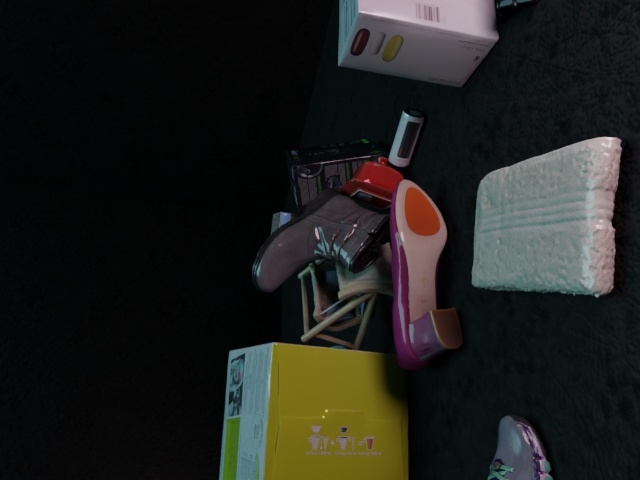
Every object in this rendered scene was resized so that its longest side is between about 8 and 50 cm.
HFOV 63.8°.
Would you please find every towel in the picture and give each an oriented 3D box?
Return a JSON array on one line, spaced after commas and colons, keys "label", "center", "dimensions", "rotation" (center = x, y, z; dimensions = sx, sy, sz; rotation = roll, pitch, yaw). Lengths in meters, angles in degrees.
[{"label": "towel", "center": [0.296, -0.019, 0.706], "dimensions": [0.282, 0.049, 0.187], "rotation": [169, 105, -78]}]

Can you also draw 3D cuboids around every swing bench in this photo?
[{"label": "swing bench", "center": [0.071, 0.113, 1.335], "dimensions": [0.255, 0.165, 0.253], "rotation": [-56, 24, 31]}]

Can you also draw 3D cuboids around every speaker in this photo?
[{"label": "speaker", "center": [0.209, -0.250, 1.257], "dimensions": [0.055, 0.055, 0.136], "rotation": [-98, 18, -52]}]

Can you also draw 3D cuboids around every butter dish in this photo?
[{"label": "butter dish", "center": [0.146, -0.155, 1.306], "dimensions": [0.160, 0.159, 0.118], "rotation": [152, 135, -78]}]

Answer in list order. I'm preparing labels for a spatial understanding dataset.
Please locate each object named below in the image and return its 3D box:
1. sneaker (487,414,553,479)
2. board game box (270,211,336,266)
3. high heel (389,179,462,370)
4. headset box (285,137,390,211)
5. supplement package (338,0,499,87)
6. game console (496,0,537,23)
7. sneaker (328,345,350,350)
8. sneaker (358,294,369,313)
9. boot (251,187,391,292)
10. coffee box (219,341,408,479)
[{"label": "sneaker", "center": [0.239, 0.339, 0.660], "dimensions": [0.083, 0.098, 0.224], "rotation": [117, 156, -61]}, {"label": "board game box", "center": [0.000, 0.000, 1.581], "dimensions": [0.232, 0.290, 0.141], "rotation": [-172, 89, -80]}, {"label": "high heel", "center": [0.173, 0.068, 1.052], "dimensions": [0.181, 0.127, 0.377], "rotation": [132, 141, -54]}, {"label": "headset box", "center": [0.055, -0.195, 1.473], "dimensions": [0.246, 0.283, 0.131], "rotation": [-110, 13, -69]}, {"label": "supplement package", "center": [0.176, -0.434, 0.978], "dimensions": [0.145, 0.261, 0.204], "rotation": [122, 152, -67]}, {"label": "game console", "center": [0.331, -0.434, 0.843], "dimensions": [0.107, 0.071, 0.122], "rotation": [13, 98, 49]}, {"label": "sneaker", "center": [0.019, 0.487, 1.679], "dimensions": [0.319, 0.127, 0.208], "rotation": [-55, -28, 0]}, {"label": "sneaker", "center": [0.108, 0.179, 1.540], "dimensions": [0.209, 0.069, 0.082], "rotation": [160, 127, -78]}, {"label": "boot", "center": [0.006, 0.024, 1.238], "dimensions": [0.222, 0.338, 0.118], "rotation": [32, 166, 38]}, {"label": "coffee box", "center": [-0.022, 0.429, 1.191], "dimensions": [0.334, 0.337, 0.338], "rotation": [150, 127, -61]}]
